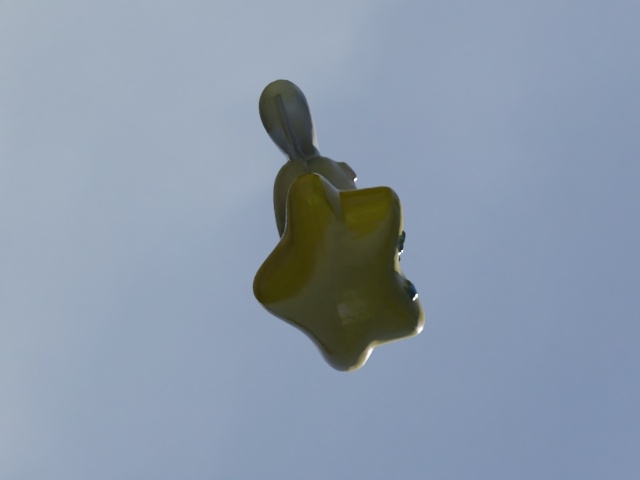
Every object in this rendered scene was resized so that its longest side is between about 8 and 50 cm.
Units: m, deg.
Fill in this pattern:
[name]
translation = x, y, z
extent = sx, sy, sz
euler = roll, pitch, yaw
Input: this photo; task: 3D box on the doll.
[doll]
translation = 0.002, 0.007, 0.905
extent = 0.072, 0.135, 0.113
euler = -16, -130, -2
